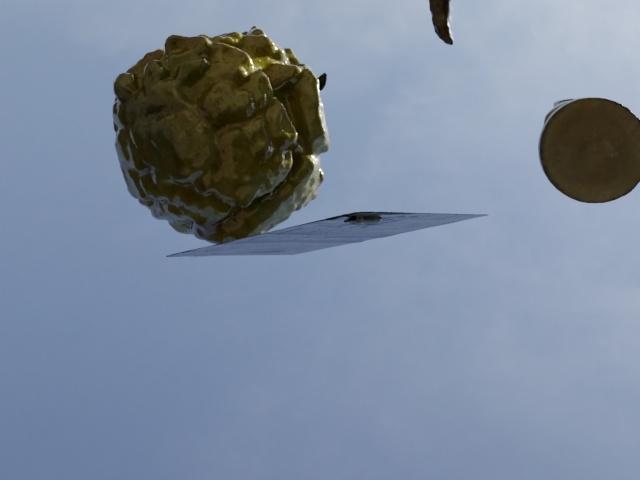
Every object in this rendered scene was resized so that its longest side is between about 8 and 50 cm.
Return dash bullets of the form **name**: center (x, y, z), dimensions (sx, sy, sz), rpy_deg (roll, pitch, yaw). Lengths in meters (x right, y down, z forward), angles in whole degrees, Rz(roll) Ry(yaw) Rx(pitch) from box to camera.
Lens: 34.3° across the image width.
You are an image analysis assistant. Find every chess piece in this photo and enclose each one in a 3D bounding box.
- **chess piece**: center (0.236, -0.087, 0.934), dimensions (0.090, 0.090, 0.200), rpy_deg (-29, -176, 12)

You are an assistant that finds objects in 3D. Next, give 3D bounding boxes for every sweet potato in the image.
- **sweet potato**: center (0.142, -0.282, 1.106), dimensions (0.041, 0.038, 0.153), rpy_deg (15, -103, 12)

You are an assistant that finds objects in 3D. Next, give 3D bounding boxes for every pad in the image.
- **pad**: center (0.000, -0.001, 0.916), dimensions (0.265, 0.160, 0.009), rpy_deg (-11, -98, 48)

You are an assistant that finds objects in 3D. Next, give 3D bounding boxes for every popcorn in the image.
- **popcorn**: center (-0.101, -0.117, 1.107), dimensions (0.249, 0.249, 0.225), rpy_deg (5, -147, 38)
